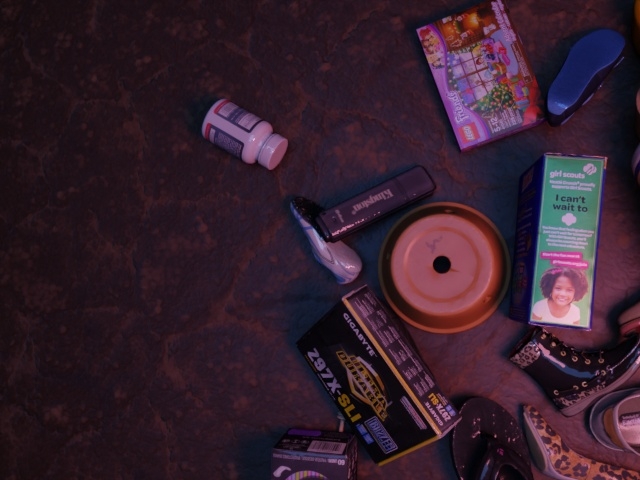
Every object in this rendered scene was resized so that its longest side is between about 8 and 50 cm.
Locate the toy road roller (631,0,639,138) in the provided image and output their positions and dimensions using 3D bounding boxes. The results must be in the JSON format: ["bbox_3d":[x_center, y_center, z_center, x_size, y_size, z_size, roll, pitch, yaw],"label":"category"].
[{"bbox_3d":[0.704,-0.375,1.372,0.240,0.202,0.329,39,93,26],"label":"toy road roller"}]

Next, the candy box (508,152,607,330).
[{"bbox_3d":[0.457,0.008,1.348,0.122,0.268,0.317,4,87,8],"label":"candy box"}]

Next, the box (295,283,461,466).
[{"bbox_3d":[0.106,0.284,1.412,0.079,0.257,0.322,-27,77,-34],"label":"box"}]

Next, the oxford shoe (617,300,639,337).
[{"bbox_3d":[0.737,0.074,1.380,0.348,0.123,0.130,-31,61,4],"label":"oxford shoe"}]

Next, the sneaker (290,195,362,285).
[{"bbox_3d":[0.000,0.000,1.540,0.237,0.085,0.086,53,129,18],"label":"sneaker"}]

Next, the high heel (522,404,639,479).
[{"bbox_3d":[0.541,0.434,1.408,0.186,0.093,0.261,-22,73,-9],"label":"high heel"}]

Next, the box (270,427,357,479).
[{"bbox_3d":[-0.012,0.554,1.450,0.165,0.143,0.270,1,93,12],"label":"box"}]

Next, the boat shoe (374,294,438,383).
[{"bbox_3d":[0.165,0.265,1.468,0.103,0.118,0.320,-31,89,9],"label":"boat shoe"}]

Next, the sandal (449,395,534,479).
[{"bbox_3d":[0.379,0.536,1.380,0.168,0.107,0.445,-8,81,-16],"label":"sandal"}]

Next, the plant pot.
[{"bbox_3d":[0.253,0.055,1.419,0.291,0.203,0.290,-1,87,11],"label":"plant pot"}]

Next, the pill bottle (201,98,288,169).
[{"bbox_3d":[-0.171,-0.239,1.575,0.180,0.108,0.108,31,92,12],"label":"pill bottle"}]

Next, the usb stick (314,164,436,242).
[{"bbox_3d":[0.122,-0.080,1.496,0.278,0.045,0.077,-26,79,-10],"label":"usb stick"}]

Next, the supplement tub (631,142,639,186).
[{"bbox_3d":[0.739,-0.060,1.233,0.241,0.241,0.331,-18,61,9],"label":"supplement tub"}]

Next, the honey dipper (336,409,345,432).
[{"bbox_3d":[0.041,0.437,1.522,0.030,0.030,0.160,11,91,12],"label":"honey dipper"}]

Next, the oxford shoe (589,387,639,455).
[{"bbox_3d":[0.762,0.326,1.336,0.449,0.130,0.169,-15,81,9],"label":"oxford shoe"}]

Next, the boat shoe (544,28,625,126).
[{"bbox_3d":[0.542,-0.345,1.445,0.258,0.089,0.109,-43,64,-16],"label":"boat shoe"}]

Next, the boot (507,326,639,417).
[{"bbox_3d":[0.515,0.229,1.376,0.178,0.085,0.236,42,118,4],"label":"boot"}]

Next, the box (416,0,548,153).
[{"bbox_3d":[0.354,-0.363,1.504,0.201,0.057,0.293,-20,82,10],"label":"box"}]
